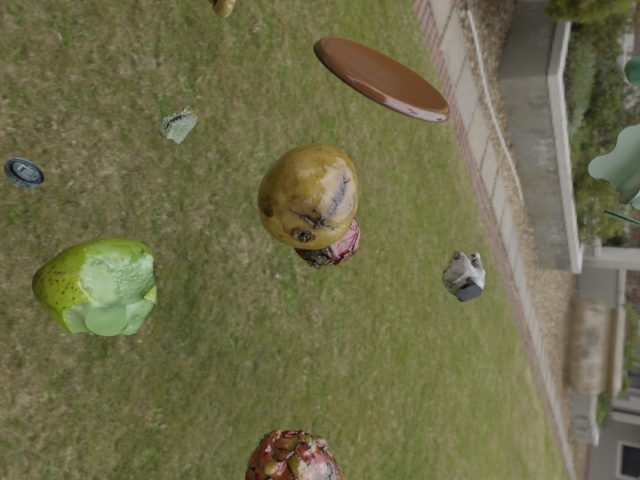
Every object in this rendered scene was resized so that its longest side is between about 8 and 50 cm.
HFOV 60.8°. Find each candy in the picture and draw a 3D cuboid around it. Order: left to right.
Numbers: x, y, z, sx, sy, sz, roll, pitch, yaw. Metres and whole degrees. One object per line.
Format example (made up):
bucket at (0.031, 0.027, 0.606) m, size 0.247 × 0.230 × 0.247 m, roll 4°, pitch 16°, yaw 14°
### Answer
candy at (0.595, -0.013, 0.957) m, size 0.062 × 0.194 × 0.058 m, roll 18°, pitch 95°, yaw -78°

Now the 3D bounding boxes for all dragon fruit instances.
dragon fruit at (-0.095, 0.687, 1.568) m, size 0.314 × 0.296 × 0.262 m, roll -28°, pitch 124°, yaw -9°
dragon fruit at (0.002, 0.004, 1.568) m, size 0.223 × 0.219 × 0.148 m, roll -62°, pitch -177°, yaw 35°

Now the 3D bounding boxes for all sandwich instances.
sandwich at (-0.374, -0.308, 1.441) m, size 0.105 × 0.036 × 0.093 m, roll -47°, pitch 168°, yaw 1°

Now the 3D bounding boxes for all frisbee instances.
frisbee at (0.104, -0.266, 0.888) m, size 0.251 × 0.251 × 0.021 m, roll -29°, pitch 155°, yaw -55°

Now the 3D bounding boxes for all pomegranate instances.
pomegranate at (-0.028, -0.100, 1.304) m, size 0.260 × 0.261 × 0.260 m, roll -11°, pitch 103°, yaw -59°

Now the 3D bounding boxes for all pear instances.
pear at (-0.582, 0.097, 1.402) m, size 0.282 × 0.176 × 0.286 m, roll 10°, pitch 46°, yaw -34°

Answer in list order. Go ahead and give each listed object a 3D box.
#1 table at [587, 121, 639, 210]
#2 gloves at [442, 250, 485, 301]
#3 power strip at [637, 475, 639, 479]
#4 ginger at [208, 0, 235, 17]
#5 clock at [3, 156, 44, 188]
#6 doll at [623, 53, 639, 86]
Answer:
table at (0.643, -0.164, 1.055) m, size 0.198 × 0.166 × 0.166 m, roll -52°, pitch 164°, yaw 28°
gloves at (0.441, 0.096, 1.713) m, size 0.111 × 0.127 × 0.212 m, roll 26°, pitch 29°, yaw -27°
power strip at (0.636, 0.394, 0.966) m, size 0.098 × 0.058 × 0.338 m, roll -7°, pitch 121°, yaw -21°
ginger at (-0.226, -0.598, 1.154) m, size 0.102 × 0.157 × 0.216 m, roll -22°, pitch 83°, yaw -19°
clock at (-0.668, -0.152, 1.231) m, size 0.085 × 0.017 × 0.085 m, roll 38°, pitch 23°, yaw -20°
doll at (0.429, -0.239, 0.655) m, size 0.159 × 0.059 × 0.159 m, roll -32°, pitch 120°, yaw -18°
